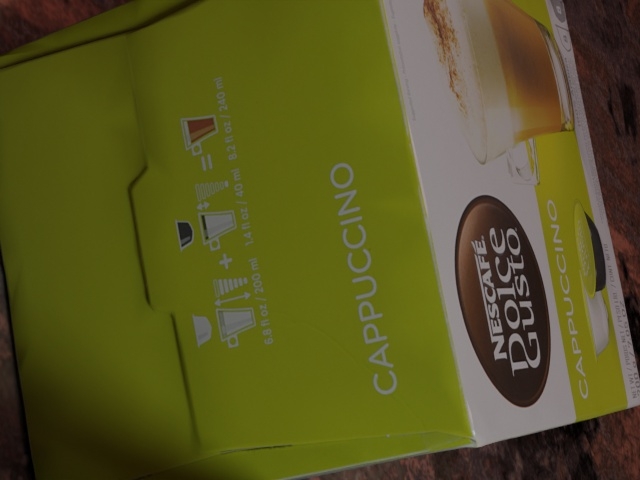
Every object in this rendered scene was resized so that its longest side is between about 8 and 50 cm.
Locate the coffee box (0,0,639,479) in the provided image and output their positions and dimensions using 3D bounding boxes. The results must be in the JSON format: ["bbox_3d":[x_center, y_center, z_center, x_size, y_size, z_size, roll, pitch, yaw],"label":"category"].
[{"bbox_3d":[0.000,0.000,1.001,0.334,0.338,0.337,4,73,-60],"label":"coffee box"}]
